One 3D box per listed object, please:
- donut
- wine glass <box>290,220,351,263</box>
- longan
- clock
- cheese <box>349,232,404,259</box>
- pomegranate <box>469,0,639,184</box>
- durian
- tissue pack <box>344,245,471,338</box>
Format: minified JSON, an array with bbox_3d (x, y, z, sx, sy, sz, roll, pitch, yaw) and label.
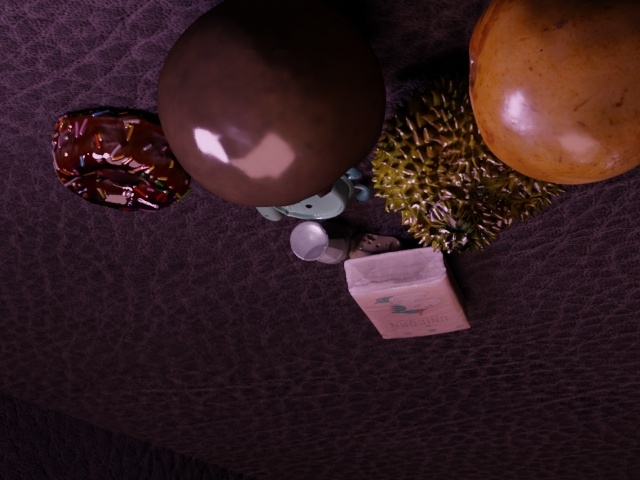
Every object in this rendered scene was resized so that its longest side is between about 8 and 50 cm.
[{"bbox_3d":[-0.306,-0.115,2.248,0.235,0.089,0.235,6,158,2],"label":"donut"},{"bbox_3d":[0.000,0.000,2.363,0.073,0.073,0.155,2,177,14],"label":"wine glass"},{"bbox_3d":[-0.059,-0.176,1.818,0.297,0.297,0.297,7,156,3],"label":"longan"},{"bbox_3d":[-0.020,-0.084,2.258,0.189,0.060,0.148,-2,154,20],"label":"clock"},{"bbox_3d":[0.092,0.043,2.530,0.097,0.037,0.192,9,155,1],"label":"cheese"},{"bbox_3d":[0.302,-0.192,1.683,0.264,0.264,0.264,7,156,3],"label":"pomegranate"},{"bbox_3d":[0.197,-0.109,1.963,0.291,0.224,0.291,-23,148,-15],"label":"durian"},{"bbox_3d":[0.156,0.096,2.525,0.170,0.071,0.325,-11,160,10],"label":"tissue pack"}]
